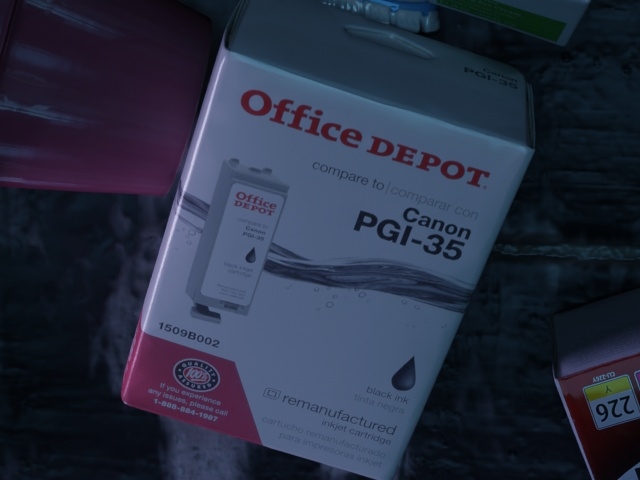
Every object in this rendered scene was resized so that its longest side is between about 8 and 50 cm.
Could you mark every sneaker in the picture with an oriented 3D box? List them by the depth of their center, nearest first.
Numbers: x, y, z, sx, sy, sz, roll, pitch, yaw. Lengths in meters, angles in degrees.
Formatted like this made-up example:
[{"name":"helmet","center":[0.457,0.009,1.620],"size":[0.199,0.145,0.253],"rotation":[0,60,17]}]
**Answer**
[{"name":"sneaker","center":[-0.006,-0.196,0.923],"size":[0.191,0.071,0.083],"rotation":[9,102,-3]}]

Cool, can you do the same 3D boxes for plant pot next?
[{"name":"plant pot","center":[-0.176,-0.114,0.913],"size":[0.180,0.201,0.201],"rotation":[14,109,-12]}]

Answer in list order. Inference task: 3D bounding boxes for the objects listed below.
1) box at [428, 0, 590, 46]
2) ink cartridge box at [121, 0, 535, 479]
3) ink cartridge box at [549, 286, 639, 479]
[{"name":"box","center":[0.134,-0.196,0.866],"size":[0.101,0.087,0.102],"rotation":[19,78,3]},{"name":"ink cartridge box","center":[0.000,0.000,0.913],"size":[0.207,0.117,0.283],"rotation":[17,120,-3]},{"name":"ink cartridge box","center":[0.351,0.145,0.930],"size":[0.309,0.130,0.272],"rotation":[-20,104,14]}]
